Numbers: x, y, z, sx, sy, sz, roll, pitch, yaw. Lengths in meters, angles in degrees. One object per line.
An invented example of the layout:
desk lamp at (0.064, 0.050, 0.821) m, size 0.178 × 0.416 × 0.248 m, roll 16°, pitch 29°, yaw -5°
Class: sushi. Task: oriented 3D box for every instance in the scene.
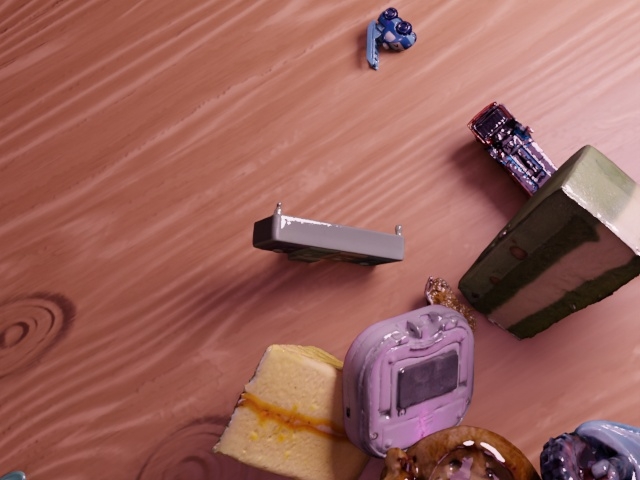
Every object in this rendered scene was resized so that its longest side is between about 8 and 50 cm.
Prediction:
sushi at (0.191, 0.107, 1.085) m, size 0.061 × 0.060 × 0.118 m, roll -44°, pitch 78°, yaw -8°

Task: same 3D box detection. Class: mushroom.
mushroom at (0.166, 0.366, 0.941) m, size 0.263 × 0.283 × 0.195 m, roll -43°, pitch 32°, yaw 1°

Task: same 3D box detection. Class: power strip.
power strip at (0.000, 0.000, 1.093) m, size 0.215 × 0.145 × 0.061 m, roll 11°, pitch 76°, yaw -27°

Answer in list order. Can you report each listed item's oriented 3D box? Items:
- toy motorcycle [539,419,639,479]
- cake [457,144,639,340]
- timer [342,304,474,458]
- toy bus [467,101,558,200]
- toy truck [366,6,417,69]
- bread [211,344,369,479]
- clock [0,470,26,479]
toy motorcycle at (0.432, 0.389, 0.928) m, size 0.416 × 0.232 × 0.172 m, roll 50°, pitch 123°, yaw 3°
cake at (0.337, 0.006, 1.026) m, size 0.158 × 0.284 × 0.172 m, roll 42°, pitch 53°, yaw 4°
timer at (0.125, 0.193, 1.001) m, size 0.208 × 0.069 × 0.191 m, roll -14°, pitch 111°, yaw -30°
toy bus at (0.315, -0.099, 1.095) m, size 0.073 × 0.096 × 0.235 m, roll -37°, pitch 76°, yaw 5°
toy truck at (0.107, -0.326, 1.201) m, size 0.090 × 0.056 × 0.073 m, roll -44°, pitch 71°, yaw 10°
bread at (-0.009, 0.245, 0.980) m, size 0.163 × 0.264 × 0.168 m, roll 27°, pitch 88°, yaw 14°
clock at (-0.444, 0.446, 1.095) m, size 0.148 × 0.060 × 0.189 m, roll -38°, pitch 75°, yaw -1°
